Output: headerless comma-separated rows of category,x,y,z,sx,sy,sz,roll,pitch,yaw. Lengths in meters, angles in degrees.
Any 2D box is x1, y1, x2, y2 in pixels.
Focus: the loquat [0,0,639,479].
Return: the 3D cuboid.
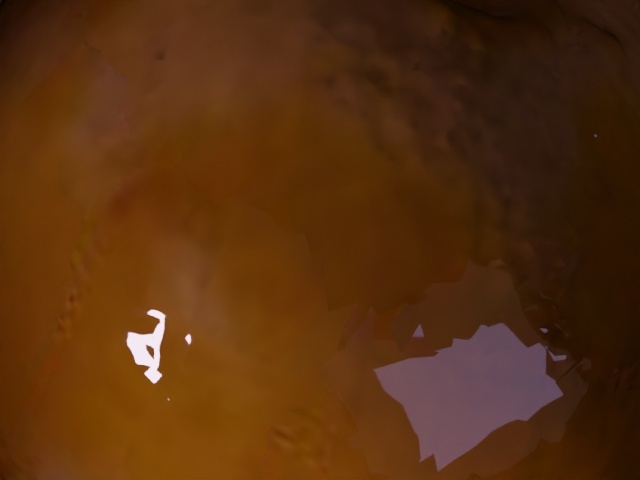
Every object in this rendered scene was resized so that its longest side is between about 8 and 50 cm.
loquat,0.000,0.000,0.670,0.328,0.328,0.328,-35,148,-25
